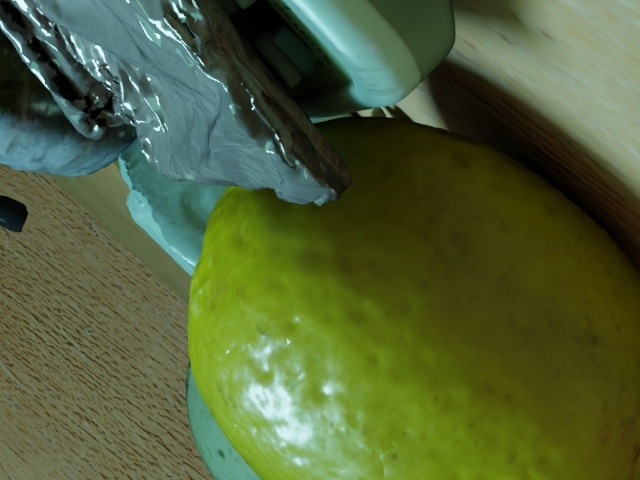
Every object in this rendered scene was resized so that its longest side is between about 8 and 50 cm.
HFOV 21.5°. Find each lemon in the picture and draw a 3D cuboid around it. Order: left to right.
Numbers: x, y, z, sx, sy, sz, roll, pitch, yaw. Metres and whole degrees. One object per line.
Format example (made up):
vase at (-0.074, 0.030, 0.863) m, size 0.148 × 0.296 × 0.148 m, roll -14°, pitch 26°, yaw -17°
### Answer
lemon at (0.045, 0.044, 0.668) m, size 0.207 × 0.170 × 0.170 m, roll 31°, pitch 170°, yaw 5°

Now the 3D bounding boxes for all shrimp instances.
shrimp at (-0.168, -0.109, 0.963) m, size 0.343 × 0.145 × 0.116 m, roll -109°, pitch 17°, yaw -71°

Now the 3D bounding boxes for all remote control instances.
remote control at (-0.036, -0.105, 0.662) m, size 0.128 × 0.065 × 0.335 m, roll 49°, pitch 172°, yaw -10°

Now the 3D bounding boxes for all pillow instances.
pillow at (-0.081, -0.077, 0.630) m, size 0.135 × 0.049 × 0.248 m, roll 54°, pitch 166°, yaw -24°

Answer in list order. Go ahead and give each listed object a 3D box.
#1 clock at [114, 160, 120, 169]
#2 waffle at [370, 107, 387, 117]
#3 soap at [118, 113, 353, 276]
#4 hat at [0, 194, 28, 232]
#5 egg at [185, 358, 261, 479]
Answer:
clock at (-0.116, -0.049, 1.385) m, size 0.237 × 0.057 × 0.237 m, roll 43°, pitch 171°, yaw 9°
waffle at (0.106, 0.016, 0.769) m, size 0.191 × 0.125 × 0.032 m, roll 11°, pitch 173°, yaw 0°
soap at (0.000, 0.000, 0.842) m, size 0.198 × 0.114 × 0.063 m, roll 41°, pitch 171°, yaw 18°
hat at (-0.250, -0.128, 1.149) m, size 0.209 × 0.238 × 0.336 m, roll 15°, pitch -166°, yaw 29°
egg at (0.018, 0.084, 0.964) m, size 0.177 × 0.177 × 0.228 m, roll 46°, pitch 159°, yaw -10°
